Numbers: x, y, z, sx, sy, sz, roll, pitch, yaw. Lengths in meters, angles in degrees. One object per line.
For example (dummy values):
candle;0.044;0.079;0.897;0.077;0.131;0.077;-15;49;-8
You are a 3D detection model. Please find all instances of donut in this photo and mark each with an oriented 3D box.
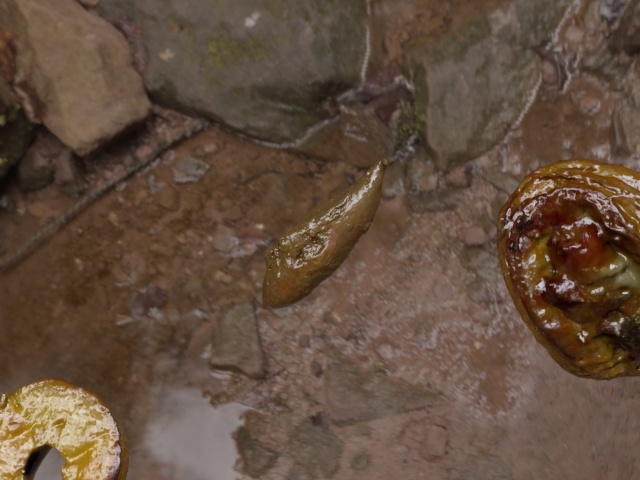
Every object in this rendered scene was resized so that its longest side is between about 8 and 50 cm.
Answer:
donut;-0.290;0.249;1.039;0.174;0.074;0.190;10;78;13

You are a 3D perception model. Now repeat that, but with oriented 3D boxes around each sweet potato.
sweet potato;0.000;0.000;0.909;0.206;0.068;0.060;-47;31;21

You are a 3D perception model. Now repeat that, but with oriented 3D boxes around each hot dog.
hot dog;0.243;0.030;0.777;0.160;0.227;0.099;-39;22;28
